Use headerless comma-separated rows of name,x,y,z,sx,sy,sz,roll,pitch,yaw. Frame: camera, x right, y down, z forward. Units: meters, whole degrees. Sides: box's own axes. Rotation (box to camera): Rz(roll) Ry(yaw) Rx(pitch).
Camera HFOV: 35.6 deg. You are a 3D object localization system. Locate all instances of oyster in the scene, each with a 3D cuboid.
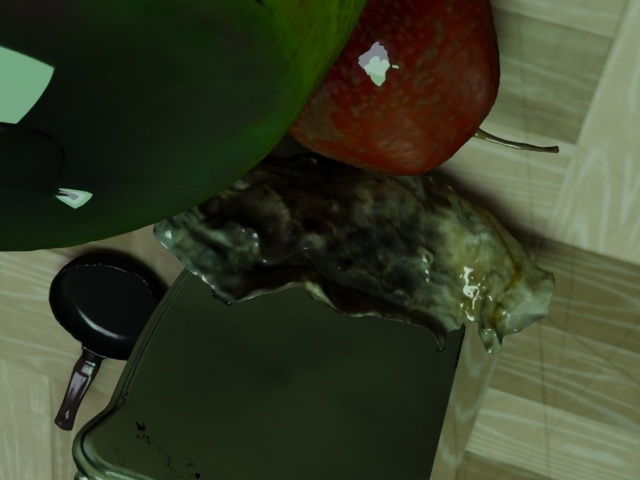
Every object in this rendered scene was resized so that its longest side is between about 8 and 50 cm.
oyster,0.003,-0.010,0.695,0.275,0.271,0.100,37,122,28

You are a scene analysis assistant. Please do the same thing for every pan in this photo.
pan,-0.208,0.098,0.934,0.115,0.040,0.212,26,122,-1

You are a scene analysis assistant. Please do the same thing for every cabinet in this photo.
cabinet,-0.072,0.203,0.808,0.227,0.290,0.318,26,130,-2

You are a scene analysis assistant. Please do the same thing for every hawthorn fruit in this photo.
hawthorn fruit,0.054,-0.103,0.648,0.162,0.162,0.203,-21,133,30

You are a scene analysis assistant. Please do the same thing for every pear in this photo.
pear,-0.152,-0.112,0.426,0.399,0.165,0.399,-4,150,-2
